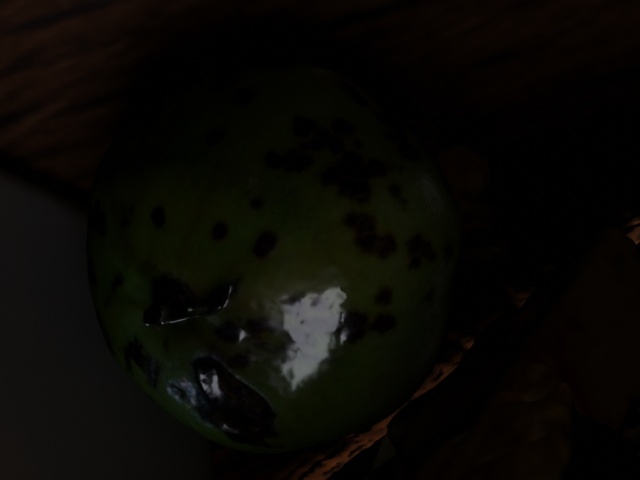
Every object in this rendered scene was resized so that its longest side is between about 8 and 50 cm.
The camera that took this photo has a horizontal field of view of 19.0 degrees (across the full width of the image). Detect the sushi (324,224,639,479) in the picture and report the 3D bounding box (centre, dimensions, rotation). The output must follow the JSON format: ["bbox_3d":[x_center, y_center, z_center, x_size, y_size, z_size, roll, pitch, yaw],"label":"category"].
[{"bbox_3d":[0.016,0.106,0.576,0.064,0.343,0.359,40,126,-12],"label":"sushi"}]

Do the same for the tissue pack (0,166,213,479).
[{"bbox_3d":[-0.162,0.098,0.650,0.136,0.159,0.246,24,131,-34],"label":"tissue pack"}]

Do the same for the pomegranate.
[{"bbox_3d":[0.000,0.000,0.596,0.161,0.122,0.122,-16,152,-39],"label":"pomegranate"}]
